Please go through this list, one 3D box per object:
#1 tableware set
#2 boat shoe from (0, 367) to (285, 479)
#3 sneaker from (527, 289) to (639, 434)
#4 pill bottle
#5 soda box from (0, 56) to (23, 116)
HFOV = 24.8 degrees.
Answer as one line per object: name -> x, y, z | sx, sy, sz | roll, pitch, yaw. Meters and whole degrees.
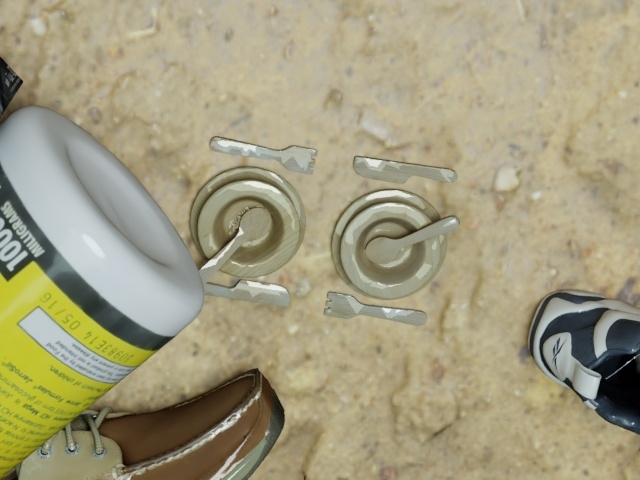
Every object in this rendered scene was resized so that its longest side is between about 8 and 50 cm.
tableware set -> 0.000, 0.000, 1.077 | 0.194, 0.039, 0.128 | 8, 107, -7
boat shoe -> -0.182, 0.185, 1.083 | 0.324, 0.122, 0.120 | -32, 104, 6
sneaker -> 0.280, 0.100, 1.069 | 0.235, 0.153, 0.094 | 13, 107, -8
pill bottle -> -0.260, 0.077, 1.005 | 0.334, 0.188, 0.188 | -40, 106, 8
soda box -> -0.244, -0.090, 0.963 | 0.060, 0.169, 0.053 | -40, 106, 8
